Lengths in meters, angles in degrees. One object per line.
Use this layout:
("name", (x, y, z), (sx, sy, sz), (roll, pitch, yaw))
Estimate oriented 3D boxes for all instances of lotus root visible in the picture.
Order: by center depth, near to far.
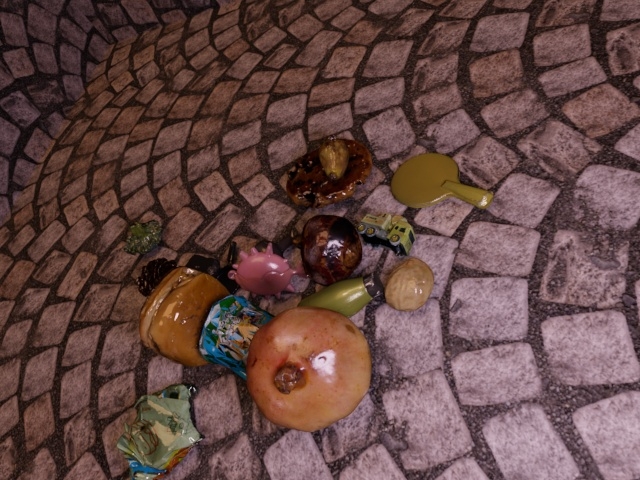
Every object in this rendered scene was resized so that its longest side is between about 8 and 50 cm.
("lotus root", (0.047, -0.273, 1.660), (0.108, 0.094, 0.191), (-12, 62, 18))

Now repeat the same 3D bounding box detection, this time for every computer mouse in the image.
("computer mouse", (-0.428, 0.114, 1.732), (0.217, 0.073, 0.122), (8, 54, 47))

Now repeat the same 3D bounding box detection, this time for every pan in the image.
("pan", (-0.336, 0.111, 1.743), (0.136, 0.028, 0.235), (-4, 60, 25))

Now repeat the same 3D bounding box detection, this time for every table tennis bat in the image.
("table tennis bat", (0.388, -0.179, 1.537), (0.368, 0.054, 0.224), (27, 73, 43))

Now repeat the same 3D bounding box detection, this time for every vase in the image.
("vase", (-0.148, 0.031, 1.650), (0.183, 0.120, 0.120), (-38, 48, -18))

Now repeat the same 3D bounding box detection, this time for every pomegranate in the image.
("pomegranate", (-0.038, 0.327, 1.237), (0.337, 0.338, 0.338), (-14, 54, 20))

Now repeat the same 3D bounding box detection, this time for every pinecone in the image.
("pinecone", (-0.612, 0.151, 1.790), (0.165, 0.163, 0.163), (-17, 51, 38))

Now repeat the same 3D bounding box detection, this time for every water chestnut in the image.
("water chestnut", (0.018, 0.026, 1.489), (0.238, 0.224, 0.224), (-3, 58, 25))

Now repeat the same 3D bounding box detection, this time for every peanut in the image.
("peanut", (0.254, 0.125, 1.361), (0.140, 0.109, 0.159), (6, 64, 31))

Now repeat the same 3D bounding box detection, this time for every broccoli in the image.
("broccoli", (-0.740, -0.022, 1.968), (0.167, 0.160, 0.155), (-20, 49, -8))

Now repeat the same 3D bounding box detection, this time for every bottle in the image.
("bottle", (0.061, 0.178, 1.410), (0.260, 0.112, 0.112), (-29, 49, 19))

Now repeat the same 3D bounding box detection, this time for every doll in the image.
("doll", (-0.171, 0.107, 1.547), (0.261, 0.211, 0.093), (-10, 30, 7))

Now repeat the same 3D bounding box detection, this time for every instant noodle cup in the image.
("instant noodle cup", (-0.220, 0.297, 1.441), (0.178, 0.240, 0.240), (17, 68, 28))

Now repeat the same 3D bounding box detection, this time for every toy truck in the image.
("toy truck", (0.212, -0.030, 1.507), (0.191, 0.085, 0.116), (20, 65, 39))

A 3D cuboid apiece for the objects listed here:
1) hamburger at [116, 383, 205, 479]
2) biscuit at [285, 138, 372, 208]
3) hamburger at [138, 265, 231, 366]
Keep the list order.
("hamburger", (-0.501, 0.564, 1.450), (0.260, 0.150, 0.276), (-30, 49, 5))
("biscuit", (0.034, -0.237, 1.746), (0.333, 0.081, 0.290), (-22, 51, 9))
("hamburger", (-0.413, 0.243, 1.514), (0.174, 0.304, 0.284), (8, 63, 30))
